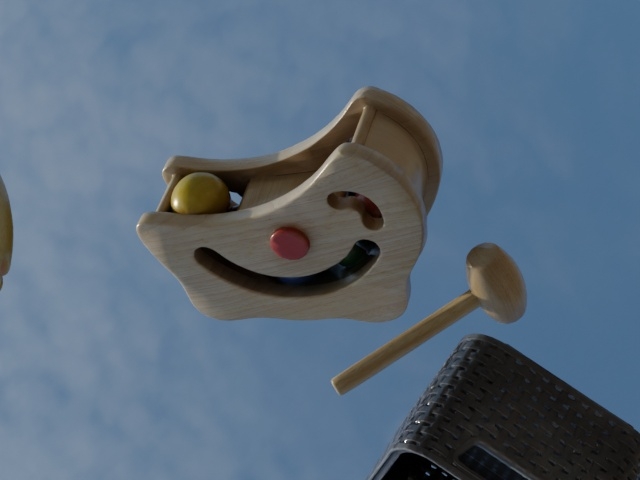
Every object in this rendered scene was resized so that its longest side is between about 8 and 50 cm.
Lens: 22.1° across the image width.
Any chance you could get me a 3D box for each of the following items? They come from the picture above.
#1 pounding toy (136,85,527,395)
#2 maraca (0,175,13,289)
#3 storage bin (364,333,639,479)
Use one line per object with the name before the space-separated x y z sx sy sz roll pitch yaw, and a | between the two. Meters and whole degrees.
pounding toy | 0.000 0.000 1.129 0.269 0.154 0.155 -1 -139 19
maraca | -0.207 0.029 0.739 0.099 0.127 0.186 38 -105 -33
storage bin | 0.094 0.144 0.927 0.122 0.180 0.084 33 -117 5
